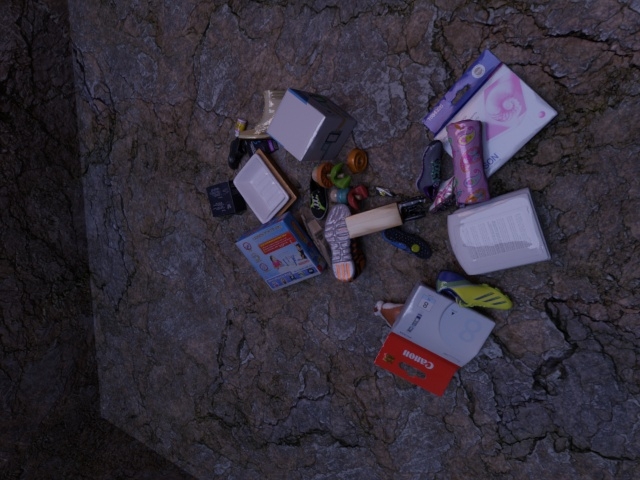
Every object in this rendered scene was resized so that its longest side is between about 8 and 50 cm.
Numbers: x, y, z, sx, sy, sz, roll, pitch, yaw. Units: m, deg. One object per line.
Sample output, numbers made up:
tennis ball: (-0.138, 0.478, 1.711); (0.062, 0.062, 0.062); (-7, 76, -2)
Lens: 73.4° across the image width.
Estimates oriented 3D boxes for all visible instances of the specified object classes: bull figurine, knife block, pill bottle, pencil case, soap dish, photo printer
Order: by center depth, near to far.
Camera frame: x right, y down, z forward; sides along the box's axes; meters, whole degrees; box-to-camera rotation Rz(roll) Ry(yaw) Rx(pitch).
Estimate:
pencil case: (0.493, -0.259, 1.441); (0.124, 0.124, 0.285); (-4, 103, 32)
photo printer: (0.611, -0.019, 1.508); (0.307, 0.107, 0.256); (-19, 92, 34)
knife block: (0.262, -0.094, 1.632); (0.242, 0.275, 0.088); (-12, 96, 63)
bull figurine: (0.359, 0.325, 1.751); (0.310, 0.101, 0.189); (-13, 98, 34)
soap dish: (-0.245, -0.238, 1.973); (0.229, 0.118, 0.291); (-43, 79, 32)
pill bottle: (-0.378, -0.531, 2.028); (0.043, 0.043, 0.083); (31, 116, 22)

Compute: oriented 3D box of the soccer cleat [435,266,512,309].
soccer cleat: (0.549, 0.201, 1.555); (0.288, 0.093, 0.121); (24, 71, 0)

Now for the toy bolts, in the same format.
toy bolts: (0.090, -0.252, 1.763); (0.158, 0.218, 0.229); (10, 140, 43)

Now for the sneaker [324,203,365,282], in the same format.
sneaker: (0.106, 0.013, 1.791); (0.124, 0.180, 0.322); (-3, 87, 22)

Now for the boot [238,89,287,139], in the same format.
boot: (-0.244, -0.547, 1.883); (0.261, 0.095, 0.204); (-5, 98, 11)

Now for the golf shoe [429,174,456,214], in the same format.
golf shoe: (0.469, -0.175, 1.592); (0.186, 0.067, 0.086); (-49, 50, 30)

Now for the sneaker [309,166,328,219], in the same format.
sneaker: (-0.022, -0.203, 1.857); (0.084, 0.097, 0.235); (10, 107, 30)

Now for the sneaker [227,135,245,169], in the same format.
sneaker: (-0.397, -0.416, 2.048); (0.089, 0.051, 0.170); (27, 115, 46)

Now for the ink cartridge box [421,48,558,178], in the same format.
ink cartridge box: (0.557, -0.419, 1.470); (0.330, 0.071, 0.324); (48, 122, 11)

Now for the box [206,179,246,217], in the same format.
box: (-0.467, -0.207, 2.130); (0.155, 0.093, 0.159); (-9, 96, 32)

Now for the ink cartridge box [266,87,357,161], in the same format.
ink cartridge box: (-0.030, -0.450, 1.699); (0.198, 0.270, 0.197); (42, 118, 16)

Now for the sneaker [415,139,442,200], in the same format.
sneaker: (0.413, -0.250, 1.546); (0.224, 0.083, 0.098); (93, 154, -47)

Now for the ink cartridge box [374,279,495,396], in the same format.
ink cartridge box: (0.421, 0.388, 1.627); (0.308, 0.091, 0.385); (27, 100, 2)

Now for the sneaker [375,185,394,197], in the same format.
sneaker: (0.259, -0.190, 1.732); (0.083, 0.031, 0.035); (32, 130, 26)

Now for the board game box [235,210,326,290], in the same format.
board game box: (-0.180, 0.057, 1.958); (0.308, 0.086, 0.302); (-22, 113, 33)

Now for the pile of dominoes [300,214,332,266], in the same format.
pile of dominoes: (0.000, 0.000, 1.821); (0.040, 0.251, 0.196); (-33, 65, -5)

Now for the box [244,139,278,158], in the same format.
box: (-0.279, -0.448, 1.996); (0.162, 0.029, 0.116); (-18, 91, 35)

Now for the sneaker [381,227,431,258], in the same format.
sneaker: (0.342, 0.009, 1.715); (0.209, 0.082, 0.069); (28, 87, 5)
